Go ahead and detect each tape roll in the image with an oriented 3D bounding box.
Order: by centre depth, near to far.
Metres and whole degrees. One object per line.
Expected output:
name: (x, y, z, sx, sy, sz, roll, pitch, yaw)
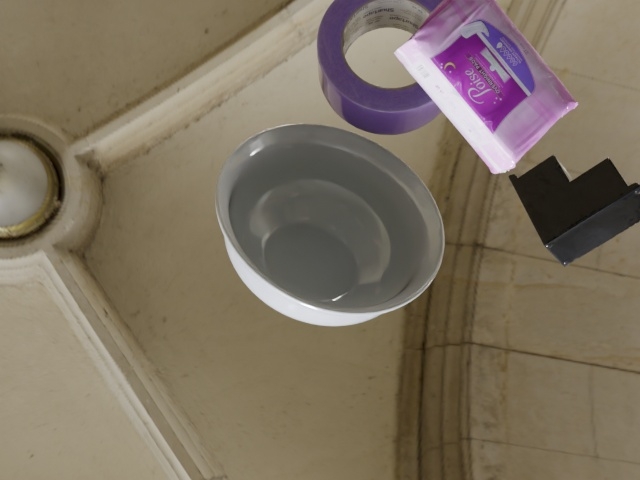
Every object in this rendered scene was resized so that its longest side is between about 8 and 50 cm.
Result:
tape roll: (0.090, -0.239, 1.033, 0.188, 0.080, 0.189, 0, -103, 2)

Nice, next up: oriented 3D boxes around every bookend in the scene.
bookend: (0.389, -0.071, 1.199, 0.156, 0.157, 0.072, -36, -47, 20)

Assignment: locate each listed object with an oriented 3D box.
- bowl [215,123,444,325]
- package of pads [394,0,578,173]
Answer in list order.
bowl: (0.000, 0.000, 1.030, 0.297, 0.134, 0.298, 9, -128, -12)
package of pads: (0.080, -0.079, 0.388, 0.050, 0.032, 0.083, -44, -80, -10)
